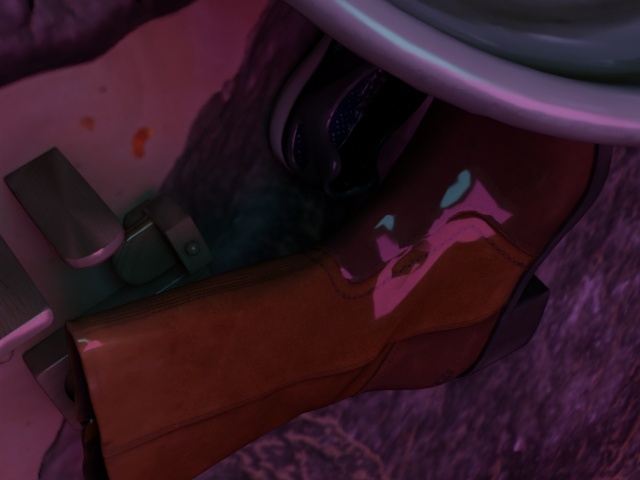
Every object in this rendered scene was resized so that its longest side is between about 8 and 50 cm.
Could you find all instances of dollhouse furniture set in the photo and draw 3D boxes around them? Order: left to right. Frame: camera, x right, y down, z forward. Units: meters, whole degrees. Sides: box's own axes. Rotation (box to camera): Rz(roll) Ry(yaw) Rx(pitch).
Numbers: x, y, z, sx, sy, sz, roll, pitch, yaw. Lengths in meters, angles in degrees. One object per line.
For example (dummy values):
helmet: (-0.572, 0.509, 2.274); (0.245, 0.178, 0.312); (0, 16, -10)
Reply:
dollhouse furniture set: (-0.112, 0.048, 0.597); (0.144, 0.123, 0.151); (-35, 129, -13)

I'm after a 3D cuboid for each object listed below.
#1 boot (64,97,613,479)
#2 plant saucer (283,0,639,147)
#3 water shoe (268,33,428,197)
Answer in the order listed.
boot: (0.000, 0.000, 0.582); (0.280, 0.096, 0.264); (-17, 142, -27)
plant saucer: (0.094, -0.215, 0.511); (0.400, 0.100, 0.401); (5, 71, -14)
water shoe: (0.048, -0.116, 0.640); (0.073, 0.080, 0.203); (19, 104, -40)
